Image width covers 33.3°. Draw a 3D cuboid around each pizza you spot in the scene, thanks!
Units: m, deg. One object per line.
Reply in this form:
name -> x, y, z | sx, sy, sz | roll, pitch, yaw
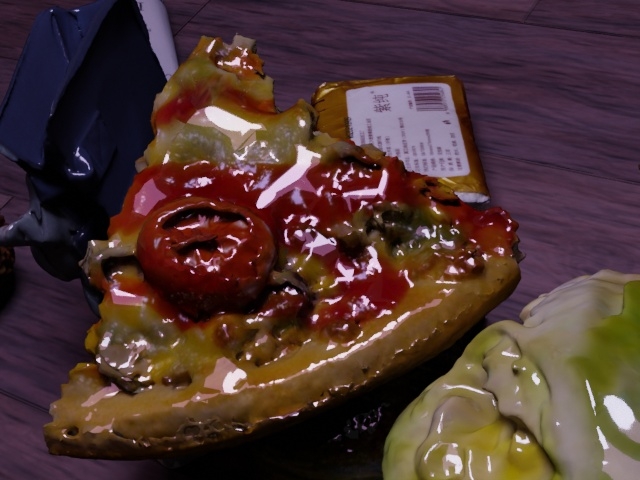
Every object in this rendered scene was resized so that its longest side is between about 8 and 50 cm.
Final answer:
pizza -> -0.077, -0.028, 0.956 | 0.440, 0.130, 0.406 | -22, 66, -3

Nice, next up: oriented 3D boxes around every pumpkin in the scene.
pumpkin -> 0.062, 0.145, 0.960 | 0.278, 0.111, 0.163 | -26, 48, -9

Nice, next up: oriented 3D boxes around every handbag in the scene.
handbag -> -0.216, -0.056, 1.098 | 0.118, 0.325, 0.269 | -8, 43, 18

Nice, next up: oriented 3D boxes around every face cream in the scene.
face cream -> -0.256, -0.257, 1.511 | 0.143, 0.089, 0.314 | -14, 54, 6

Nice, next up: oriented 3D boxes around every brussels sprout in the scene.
brussels sprout -> 0.210, 0.161, 0.750 | 0.344, 0.268, 0.344 | 11, 45, -11

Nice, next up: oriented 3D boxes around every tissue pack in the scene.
tissue pack -> 0.084, -0.090, 1.186 | 0.183, 0.092, 0.226 | -5, 44, 1

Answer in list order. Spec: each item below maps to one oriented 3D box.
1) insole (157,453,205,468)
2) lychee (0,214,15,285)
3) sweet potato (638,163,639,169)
insole -> -0.075, 0.135, 1.084 | 0.081, 0.011, 0.248 | 30, 60, 36
lychee -> -0.440, 0.013, 1.223 | 0.188, 0.188, 0.188 | -10, 43, 9
sweet potato -> 0.451, -0.066, 1.079 | 0.250, 0.059, 0.069 | -8, 31, 5
